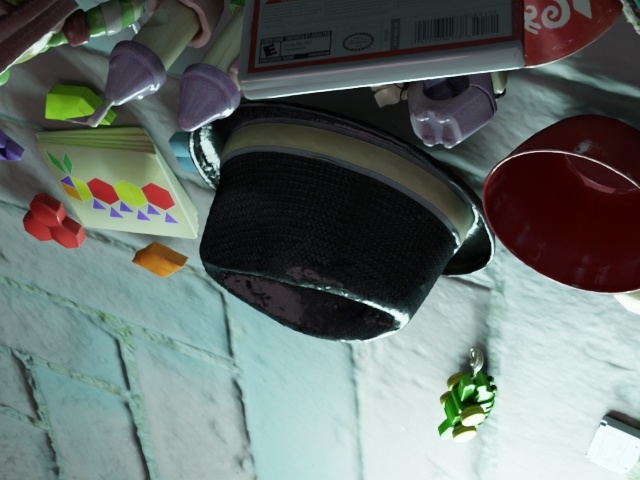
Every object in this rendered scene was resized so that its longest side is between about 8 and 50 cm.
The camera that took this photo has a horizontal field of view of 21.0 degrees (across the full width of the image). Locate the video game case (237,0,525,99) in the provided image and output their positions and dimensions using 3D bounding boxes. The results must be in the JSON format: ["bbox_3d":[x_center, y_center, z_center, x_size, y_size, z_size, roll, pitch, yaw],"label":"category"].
[{"bbox_3d":[0.049,-0.231,1.281,0.204,0.285,0.025,-5,145,13],"label":"video game case"}]

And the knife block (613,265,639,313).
[{"bbox_3d":[0.404,-0.010,1.512,0.276,0.088,0.242,16,142,20],"label":"knife block"}]

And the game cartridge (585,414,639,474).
[{"bbox_3d":[0.330,0.229,1.923,0.056,0.017,0.083,27,145,12],"label":"game cartridge"}]

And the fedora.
[{"bbox_3d":[0.000,0.000,1.720,0.334,0.152,0.334,19,155,9],"label":"fedora"}]

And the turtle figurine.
[{"bbox_3d":[-0.264,-0.281,1.655,0.198,0.275,0.266,46,128,17],"label":"turtle figurine"}]

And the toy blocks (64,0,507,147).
[{"bbox_3d":[-0.037,-0.168,1.487,0.288,0.260,0.309,5,138,31],"label":"toy blocks"}]

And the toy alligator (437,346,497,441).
[{"bbox_3d":[0.175,0.173,1.941,0.051,0.056,0.189,-9,147,-18],"label":"toy alligator"}]

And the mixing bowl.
[{"bbox_3d":[0.249,-0.047,1.568,0.181,0.098,0.181,21,144,16],"label":"mixing bowl"}]

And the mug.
[{"bbox_3d":[0.175,-0.251,1.392,0.169,0.150,0.113,55,175,-24],"label":"mug"}]

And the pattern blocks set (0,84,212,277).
[{"bbox_3d":[-0.232,-0.066,1.960,0.325,0.026,0.285,12,141,24],"label":"pattern blocks set"}]

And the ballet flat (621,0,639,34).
[{"bbox_3d":[0.339,-0.144,1.378,0.241,0.091,0.077,24,158,-3],"label":"ballet flat"}]
